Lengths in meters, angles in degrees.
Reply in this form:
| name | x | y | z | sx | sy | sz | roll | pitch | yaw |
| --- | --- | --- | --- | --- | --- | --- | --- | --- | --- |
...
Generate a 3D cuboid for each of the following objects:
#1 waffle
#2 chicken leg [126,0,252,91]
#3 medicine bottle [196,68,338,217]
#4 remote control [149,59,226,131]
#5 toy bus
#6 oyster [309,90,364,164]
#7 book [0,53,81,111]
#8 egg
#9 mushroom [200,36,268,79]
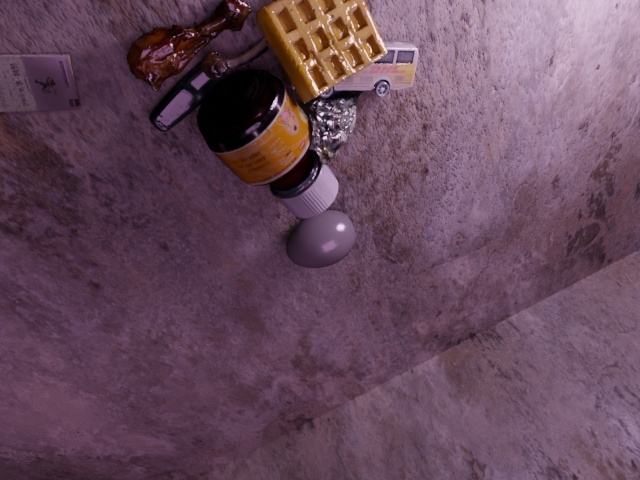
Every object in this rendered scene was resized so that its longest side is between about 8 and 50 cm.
| name | x | y | z | sx | sy | sz | roll | pitch | yaw |
| --- | --- | --- | --- | --- | --- | --- | --- | --- | --- |
| waffle | 0.011 | -0.471 | 1.031 | 0.248 | 0.055 | 0.221 | -35 | 106 | -13 |
| chicken leg | -0.289 | -0.451 | 1.009 | 0.304 | 0.093 | 0.113 | -32 | 151 | -6 |
| medicine bottle | -0.113 | -0.229 | 1.172 | 0.243 | 0.242 | 0.395 | -35 | 142 | 8 |
| remote control | -0.323 | -0.350 | 1.095 | 0.222 | 0.042 | 0.072 | -41 | 130 | 6 |
| toy bus | 0.081 | -0.444 | 1.152 | 0.343 | 0.097 | 0.138 | -6 | 128 | -19 |
| oyster | 0.040 | -0.300 | 1.178 | 0.087 | 0.199 | 0.252 | -9 | -176 | 36 |
| book | -0.638 | -0.345 | 0.990 | 0.182 | 0.014 | 0.127 | -7 | 130 | -17 |
| egg | 0.000 | 0.000 | 1.439 | 0.232 | 0.176 | 0.176 | -30 | 133 | 7 |
| mushroom | -0.197 | -0.431 | 1.059 | 0.187 | 0.061 | 0.060 | -33 | 116 | -25 |
